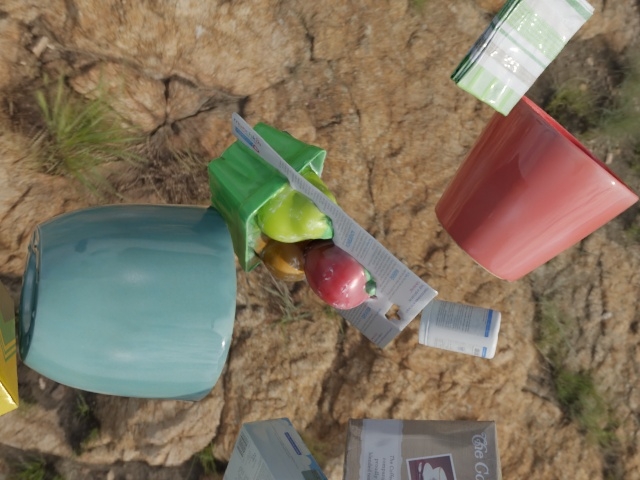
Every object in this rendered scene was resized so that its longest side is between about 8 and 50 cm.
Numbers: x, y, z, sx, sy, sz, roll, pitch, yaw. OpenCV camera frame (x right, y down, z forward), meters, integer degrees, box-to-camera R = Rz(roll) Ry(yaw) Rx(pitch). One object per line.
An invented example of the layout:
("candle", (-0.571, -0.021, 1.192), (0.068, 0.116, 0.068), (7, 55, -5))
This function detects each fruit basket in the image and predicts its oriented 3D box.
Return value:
("fruit basket", (0.000, 0.000, 0.921), (0.353, 0.327, 0.165), (36, 68, 9))

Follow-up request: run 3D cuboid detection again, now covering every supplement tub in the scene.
("supplement tub", (0.200, 0.125, 0.891), (0.107, 0.071, 0.071), (11, 100, 16))

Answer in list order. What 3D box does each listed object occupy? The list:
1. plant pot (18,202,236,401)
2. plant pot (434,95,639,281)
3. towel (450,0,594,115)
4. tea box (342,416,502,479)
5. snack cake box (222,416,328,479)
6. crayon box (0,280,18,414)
("plant pot", (-0.285, 0.081, 0.871), (0.235, 0.293, 0.292), (6, 100, -32))
("plant pot", (0.347, -0.078, 1.063), (0.275, 0.275, 0.243), (33, 114, -17))
("towel", (0.229, -0.220, 0.698), (0.113, 0.023, 0.152), (18, 118, -37))
("tea box", (0.160, 0.469, 0.903), (0.220, 0.329, 0.323), (-3, 144, 14))
("snack cake box", (-0.094, 0.436, 0.989), (0.089, 0.152, 0.264), (4, 117, -36))
("crayon box", (-0.521, 0.175, 0.827), (0.202, 0.318, 0.081), (-23, 124, -14))
